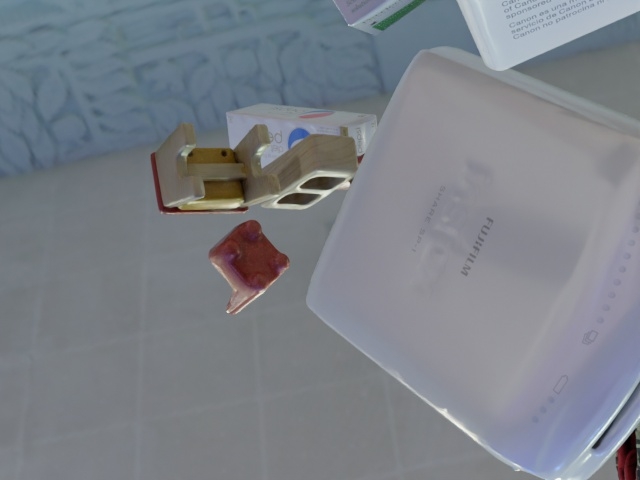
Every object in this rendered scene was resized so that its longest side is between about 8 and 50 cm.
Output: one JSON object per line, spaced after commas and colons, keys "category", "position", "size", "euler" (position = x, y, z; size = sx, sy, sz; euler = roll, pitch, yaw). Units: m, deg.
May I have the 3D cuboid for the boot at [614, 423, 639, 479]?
{"category": "boot", "position": [0.318, 0.201, 0.913], "size": [0.179, 0.085, 0.236], "euler": [-4, -102, -5]}

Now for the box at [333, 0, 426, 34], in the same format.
{"category": "box", "position": [0.041, -0.194, 0.734], "size": [0.101, 0.102, 0.087], "euler": [-32, 177, 15]}

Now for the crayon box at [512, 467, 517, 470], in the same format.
{"category": "crayon box", "position": [0.202, 0.069, 1.127], "size": [0.203, 0.323, 0.083], "euler": [-23, -143, 21]}

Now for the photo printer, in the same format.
{"category": "photo printer", "position": [0.140, 0.013, 0.896], "size": [0.307, 0.107, 0.256], "euler": [36, -76, 50]}

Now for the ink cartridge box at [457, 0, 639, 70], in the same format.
{"category": "ink cartridge box", "position": [0.093, -0.183, 0.392], "size": [0.172, 0.237, 0.100], "euler": [-23, -120, 9]}

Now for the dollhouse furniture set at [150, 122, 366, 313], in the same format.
{"category": "dollhouse furniture set", "position": [0.000, 0.000, 1.297], "size": [0.374, 0.152, 0.201], "euler": [-2, -107, -33]}

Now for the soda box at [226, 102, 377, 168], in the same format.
{"category": "soda box", "position": [-0.025, -0.129, 1.567], "size": [0.216, 0.073, 0.069], "euler": [12, -156, 44]}
